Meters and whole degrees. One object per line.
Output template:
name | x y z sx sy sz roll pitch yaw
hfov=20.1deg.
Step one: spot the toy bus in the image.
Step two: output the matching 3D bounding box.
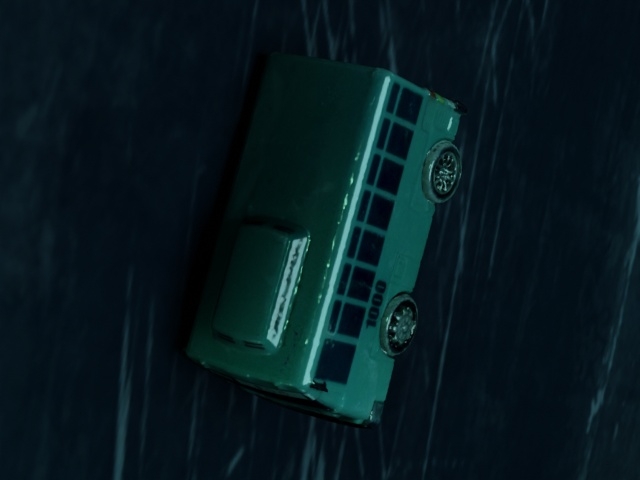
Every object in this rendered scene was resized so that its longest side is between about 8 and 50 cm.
toy bus | 0.000 0.000 0.832 0.092 0.079 0.160 19 85 -55
